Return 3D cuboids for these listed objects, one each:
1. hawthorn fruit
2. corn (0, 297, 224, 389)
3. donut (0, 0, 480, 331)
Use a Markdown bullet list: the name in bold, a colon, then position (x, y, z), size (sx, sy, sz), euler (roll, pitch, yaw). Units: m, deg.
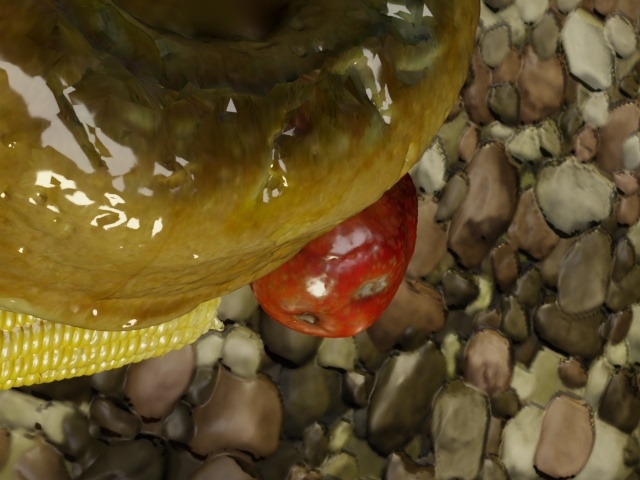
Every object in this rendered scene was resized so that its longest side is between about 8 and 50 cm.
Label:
- **hawthorn fruit**: position (0.000, 0.000, 0.707), size (0.093, 0.093, 0.093), euler (-8, 104, -36)
- **corn**: position (-0.112, 0.018, 0.629), size (0.165, 0.063, 0.085), euler (-6, 91, -38)
- **donut**: position (-0.055, -0.085, 0.578), size (0.261, 0.128, 0.209), euler (-34, 98, -36)
